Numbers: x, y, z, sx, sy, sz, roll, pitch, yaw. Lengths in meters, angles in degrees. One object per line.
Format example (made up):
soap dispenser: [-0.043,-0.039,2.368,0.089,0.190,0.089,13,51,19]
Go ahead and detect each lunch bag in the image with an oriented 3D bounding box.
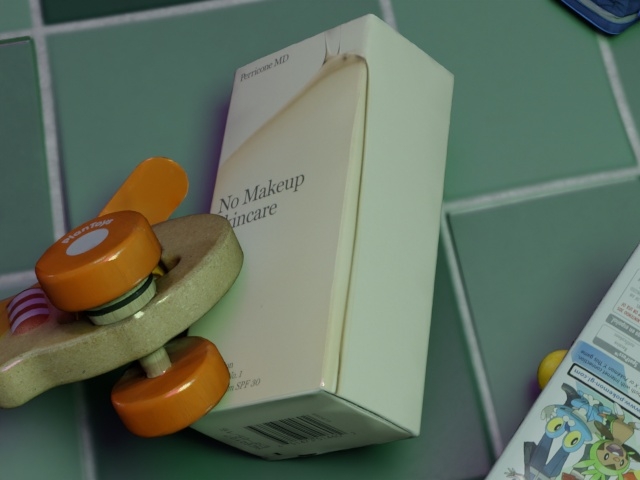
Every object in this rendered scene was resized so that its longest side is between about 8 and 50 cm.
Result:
lunch bag: [0.257,-0.231,1.222,0.067,0.065,0.098,-33,65,-30]

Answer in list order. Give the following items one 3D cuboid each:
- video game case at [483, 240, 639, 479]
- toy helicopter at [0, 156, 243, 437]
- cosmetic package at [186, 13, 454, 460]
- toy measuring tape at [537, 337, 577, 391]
video game case: [0.298,0.173,0.904,0.329,0.036,0.300,33,66,11]
toy helicopter: [-0.220,0.053,1.039,0.355,0.140,0.235,-18,26,20]
cosmetic package: [0.000,0.000,1.052,0.160,0.113,0.309,-18,55,39]
toy measuring tape: [0.320,0.140,1.000,0.330,0.121,0.121,21,66,12]
